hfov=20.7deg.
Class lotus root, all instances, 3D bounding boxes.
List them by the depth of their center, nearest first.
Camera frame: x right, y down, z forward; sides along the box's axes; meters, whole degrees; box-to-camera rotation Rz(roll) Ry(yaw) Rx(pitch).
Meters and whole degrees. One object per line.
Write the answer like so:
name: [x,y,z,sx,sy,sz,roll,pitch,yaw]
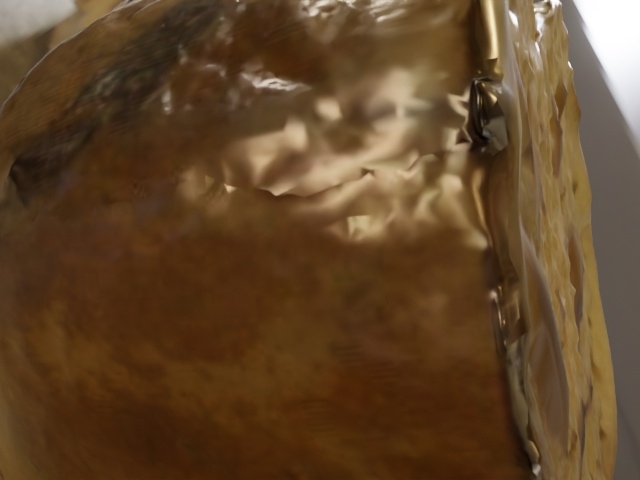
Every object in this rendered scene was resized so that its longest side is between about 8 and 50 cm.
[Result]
lotus root: [0.000,0.000,0.694,0.316,0.250,0.316,3,90,-71]
